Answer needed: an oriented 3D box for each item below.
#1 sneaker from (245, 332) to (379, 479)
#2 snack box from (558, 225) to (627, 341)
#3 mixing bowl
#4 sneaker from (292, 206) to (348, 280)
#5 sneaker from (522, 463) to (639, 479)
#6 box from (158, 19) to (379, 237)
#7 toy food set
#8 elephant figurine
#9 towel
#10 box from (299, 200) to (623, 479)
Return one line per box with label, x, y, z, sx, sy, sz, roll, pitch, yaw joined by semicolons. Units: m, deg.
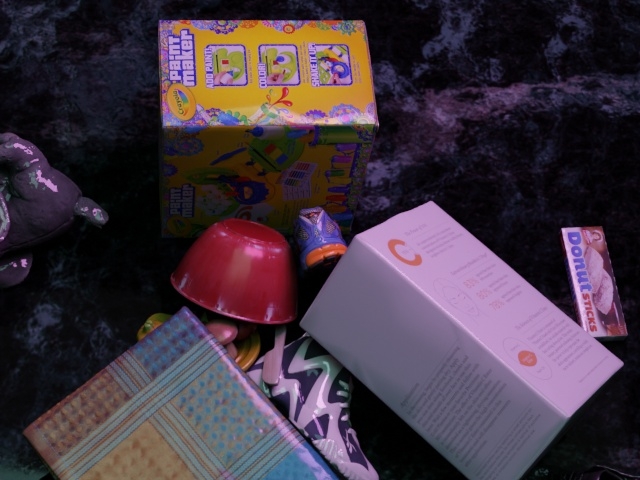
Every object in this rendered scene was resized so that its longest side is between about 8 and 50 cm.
sneaker;0.028;0.213;1.693;0.153;0.094;0.235;-40;62;-15
snack box;0.396;0.063;1.861;0.064;0.022;0.178;-3;62;-7
mixing bowl;-0.102;0.031;1.720;0.181;0.181;0.098;20;104;4
sneaker;0.000;0.000;1.740;0.083;0.221;0.087;-15;85;-6
sneaker;0.350;0.319;1.677;0.170;0.089;0.051;15;61;1
box;-0.085;-0.147;1.766;0.279;0.290;0.177;-1;61;-9
toy food set;-0.153;0.125;1.696;0.217;0.071;0.128;0;40;16
elephant figurine;-0.454;-0.016;1.748;0.239;0.186;0.169;-48;119;-16
towel;-0.152;0.293;1.560;0.271;0.040;0.370;-37;72;-17
box;0.184;0.135;1.665;0.345;0.168;0.215;42;31;16
